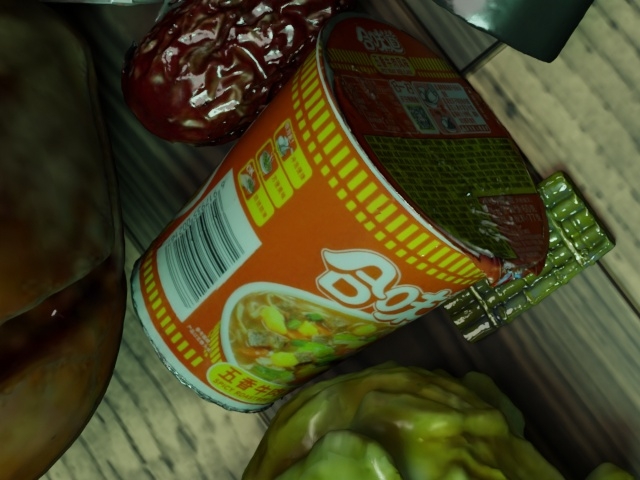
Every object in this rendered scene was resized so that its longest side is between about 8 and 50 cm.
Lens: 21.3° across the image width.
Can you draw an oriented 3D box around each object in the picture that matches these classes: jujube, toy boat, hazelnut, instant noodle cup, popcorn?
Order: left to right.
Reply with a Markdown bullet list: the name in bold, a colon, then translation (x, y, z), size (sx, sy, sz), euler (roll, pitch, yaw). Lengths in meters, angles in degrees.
- **hazelnut**: translation (-0.303, -0.013, 1.044), size (0.409, 0.359, 0.359), euler (44, 109, 9)
- **jujube**: translation (-0.047, -0.121, 1.073), size (0.166, 0.104, 0.104), euler (-32, 87, 19)
- **instant noodle cup**: translation (0.000, 0.000, 1.042), size (0.212, 0.193, 0.193), euler (-40, 84, 28)
- **popcorn**: translation (0.050, 0.204, 1.025), size (0.276, 0.225, 0.276), euler (-26, 58, 52)
- **toy boat**: translation (0.123, 0.011, 1.076), size (0.115, 0.016, 0.063), euler (-37, 85, 21)

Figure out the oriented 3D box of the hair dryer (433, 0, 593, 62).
- **hair dryer**: translation (0.080, -0.286, 1.010), size (0.302, 0.116, 0.244), euler (36, 105, 18)

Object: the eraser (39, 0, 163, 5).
- **eraser**: translation (-0.169, -0.171, 1.131), size (0.122, 0.052, 0.029), euler (4, 100, 19)
